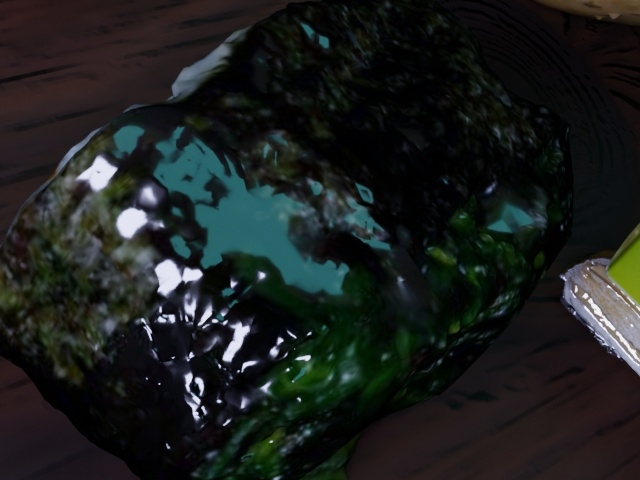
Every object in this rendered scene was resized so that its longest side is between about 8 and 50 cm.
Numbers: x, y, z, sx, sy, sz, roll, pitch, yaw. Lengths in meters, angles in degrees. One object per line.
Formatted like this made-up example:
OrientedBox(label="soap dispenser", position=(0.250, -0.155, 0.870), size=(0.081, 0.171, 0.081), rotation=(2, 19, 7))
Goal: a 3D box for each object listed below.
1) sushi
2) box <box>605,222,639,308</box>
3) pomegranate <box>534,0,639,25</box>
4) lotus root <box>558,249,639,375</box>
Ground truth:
OrientedBox(label="sushi", position=(0.000, 0.000, 0.603), size=(0.127, 0.124, 0.225), rotation=(46, 36, 8))
OrientedBox(label="box", position=(0.247, 0.068, 0.738), size=(0.260, 0.062, 0.175), rotation=(46, 24, 12))
OrientedBox(label="pomegranate", position=(0.174, -0.233, 0.893), size=(0.281, 0.281, 0.281), rotation=(24, 39, -21))
OrientedBox(label="lotus root", position=(0.138, 0.034, 0.765), size=(0.083, 0.037, 0.030), rotation=(46, 33, 8))
